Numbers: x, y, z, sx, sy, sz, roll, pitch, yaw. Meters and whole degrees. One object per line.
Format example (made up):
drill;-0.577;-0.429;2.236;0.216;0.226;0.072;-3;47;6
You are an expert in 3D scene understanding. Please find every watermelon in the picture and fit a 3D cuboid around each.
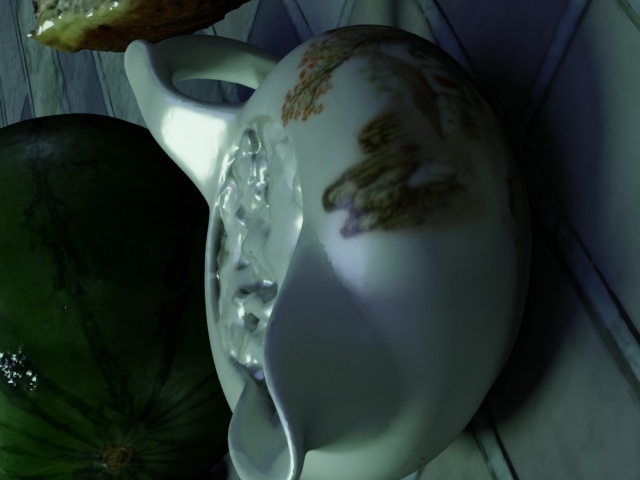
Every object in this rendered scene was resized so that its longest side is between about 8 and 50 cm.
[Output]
watermelon;-0.143;0.045;0.922;0.242;0.242;0.242;-174;90;-69

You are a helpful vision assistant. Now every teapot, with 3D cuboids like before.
teapot;0.000;0.000;0.700;0.298;0.139;0.204;-116;35;-52

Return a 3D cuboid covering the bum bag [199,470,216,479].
bum bag;-0.156;0.216;1.069;0.060;0.123;0.248;65;150;23

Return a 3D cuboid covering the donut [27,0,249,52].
donut;-0.021;-0.210;0.799;0.112;0.151;0.295;17;84;57
